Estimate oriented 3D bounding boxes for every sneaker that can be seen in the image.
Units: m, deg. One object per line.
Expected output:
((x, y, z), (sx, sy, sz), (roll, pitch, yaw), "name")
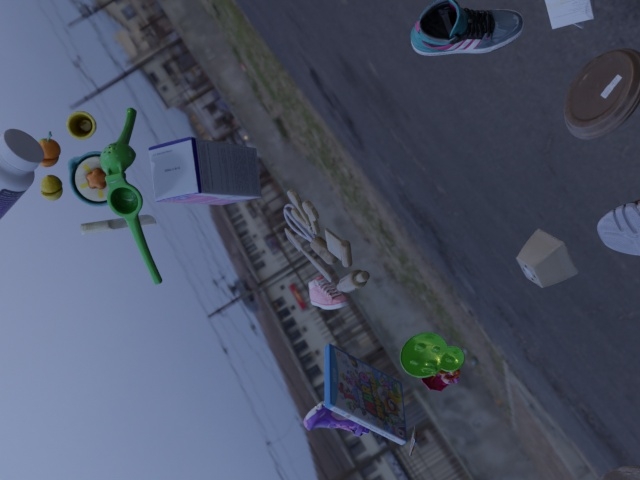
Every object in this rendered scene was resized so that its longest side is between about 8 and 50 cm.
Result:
((0.373, -0.556, 1.901), (0.178, 0.295, 0.124), (10, -107, -79), "sneaker")
((0.014, 0.119, 1.730), (0.134, 0.051, 0.070), (6, 109, 58), "sneaker")
((0.773, -0.071, 1.608), (0.321, 0.180, 0.124), (-20, 101, 49), "sneaker")
((0.074, 0.441, 1.855), (0.104, 0.236, 0.095), (67, 149, 26), "sneaker")

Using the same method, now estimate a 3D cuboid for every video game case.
((0.073, 0.249, 1.205), (0.166, 0.015, 0.119), (32, -144, -26), "video game case")

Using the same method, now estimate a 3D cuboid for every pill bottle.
((-0.590, -0.111, 1.347), (0.108, 0.193, 0.108), (40, -155, -23), "pill bottle")

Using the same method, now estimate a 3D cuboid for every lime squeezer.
((-0.308, -0.084, 1.182), (0.110, 0.059, 0.310), (97, 161, -74), "lime squeezer")

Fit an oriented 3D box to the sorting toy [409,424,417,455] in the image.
((0.245, 0.514, 1.940), (0.083, 0.012, 0.062), (-66, -14, -61), "sorting toy")

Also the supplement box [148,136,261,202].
((-0.228, -0.136, 1.505), (0.220, 0.111, 0.114), (-4, -94, -60), "supplement box")

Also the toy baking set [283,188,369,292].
((0.004, 0.005, 1.244), (0.197, 0.030, 0.256), (55, 165, 6), "toy baking set")

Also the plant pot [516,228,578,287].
((0.560, 0.054, 1.865), (0.109, 0.096, 0.109), (55, 175, -28), "plant pot")

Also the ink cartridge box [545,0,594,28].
((0.531, -0.529, 1.594), (0.143, 0.090, 0.092), (63, -147, -31), "ink cartridge box")

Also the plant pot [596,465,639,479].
((0.568, 0.487, 1.159), (0.280, 0.323, 0.323), (28, -172, -16), "plant pot")

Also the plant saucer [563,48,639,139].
((0.785, -0.415, 2.076), (0.041, 0.278, 0.278), (24, -165, -26), "plant saucer")

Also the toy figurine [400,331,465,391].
((0.314, 0.338, 1.956), (0.173, 0.130, 0.159), (3, 146, 30), "toy figurine")

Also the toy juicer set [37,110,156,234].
((-0.575, -0.131, 1.814), (0.329, 0.209, 0.089), (61, 179, -10), "toy juicer set")
